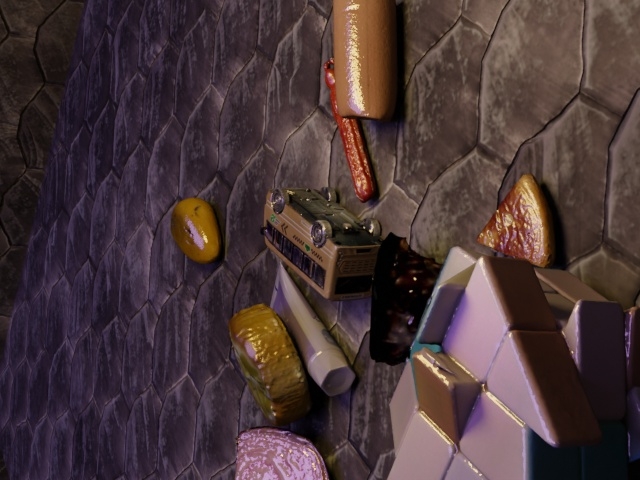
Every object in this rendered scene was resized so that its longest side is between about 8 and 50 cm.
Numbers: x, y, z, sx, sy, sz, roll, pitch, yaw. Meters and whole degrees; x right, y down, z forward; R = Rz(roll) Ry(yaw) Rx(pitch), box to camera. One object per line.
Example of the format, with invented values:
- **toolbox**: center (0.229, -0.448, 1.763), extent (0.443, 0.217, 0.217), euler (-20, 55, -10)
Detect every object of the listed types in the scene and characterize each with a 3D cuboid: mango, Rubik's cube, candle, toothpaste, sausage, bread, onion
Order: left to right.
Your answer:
- **mango**: center (-0.308, -0.022, 2.463), extent (0.195, 0.098, 0.137), euler (52, 125, 40)
- **onion**: center (-0.062, 0.516, 2.034), extent (0.247, 0.111, 0.250), euler (-4, 72, 33)
- **toothpaste**: center (-0.037, 0.184, 2.047), extent (0.371, 0.080, 0.125), euler (49, 134, 52)
- **candle**: center (0.057, -0.220, 1.962), extent (0.051, 0.048, 0.329), euler (65, -170, -65)
- **sausage**: center (0.084, -0.339, 1.860), extent (0.123, 0.123, 0.252), euler (-10, 78, 56)
- **Rubik's cube**: center (0.264, 0.215, 1.311), extent (0.368, 0.358, 0.387), euler (42, 121, 50)
- **bread**: center (0.317, -0.037, 1.535), extent (0.154, 0.054, 0.136), euler (18, 104, 51)

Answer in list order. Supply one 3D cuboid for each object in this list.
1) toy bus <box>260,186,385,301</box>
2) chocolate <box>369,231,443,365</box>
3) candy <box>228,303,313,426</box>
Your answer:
- **toy bus**: center (0.000, 0.000, 1.950), extent (0.289, 0.139, 0.157), euler (38, 123, 48)
- **chocolate**: center (0.190, 0.111, 1.676), extent (0.177, 0.206, 0.224), euler (8, 108, 13)
- **candy**: center (-0.106, 0.259, 2.029), extent (0.260, 0.118, 0.260), euler (159, 90, -78)
